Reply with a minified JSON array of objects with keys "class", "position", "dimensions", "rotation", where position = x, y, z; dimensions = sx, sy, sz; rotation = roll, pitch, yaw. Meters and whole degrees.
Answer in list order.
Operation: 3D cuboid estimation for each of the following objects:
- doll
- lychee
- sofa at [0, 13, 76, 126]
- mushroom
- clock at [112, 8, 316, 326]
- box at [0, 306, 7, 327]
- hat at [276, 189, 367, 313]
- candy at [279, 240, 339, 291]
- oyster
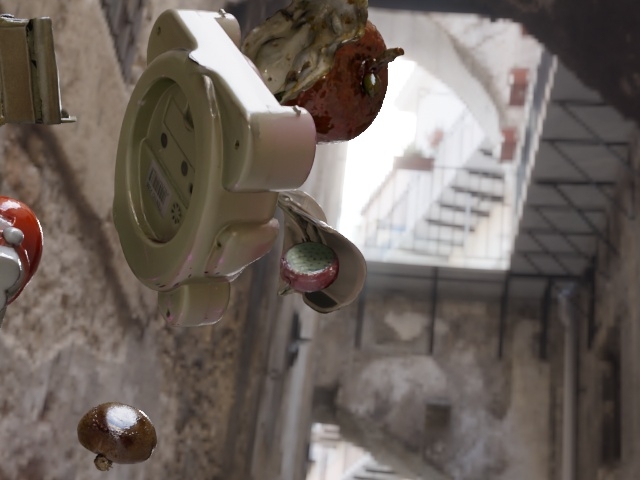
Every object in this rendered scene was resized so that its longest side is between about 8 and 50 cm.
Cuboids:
[{"class":"doll","position":[-0.441,0.017,1.661],"dimensions":[0.130,0.161,0.290],"rotation":[22,9,-22]},{"class":"lychee","position":[0.023,-0.300,2.285],"dimensions":[0.300,0.255,0.255],"rotation":[5,-23,28]},{"class":"sofa","position":[-0.512,-0.293,2.104],"dimensions":[0.182,0.200,0.258],"rotation":[-10,12,-26]},{"class":"mushroom","position":[-0.318,0.305,1.949],"dimensions":[0.127,0.127,0.087],"rotation":[14,-65,-16]},{"class":"clock","position":[-0.140,-0.079,1.421],"dimensions":[0.114,0.284,0.309],"rotation":[-3,-49,-34]},{"class":"box","position":[-0.666,0.142,2.121],"dimensions":[0.135,0.269,0.079],"rotation":[27,-63,11]},{"class":"hat","position":[0.000,0.000,2.196],"dimensions":[0.226,0.164,0.219],"rotation":[10,-58,26]},{"class":"candy","position":[-0.019,0.044,2.116],"dimensions":[0.103,0.103,0.043],"rotation":[4,-50,5]},{"class":"oyster","position":[-0.035,-0.267,1.883],"dimensions":[0.294,0.166,0.094],"rotation":[-30,-34,21]}]
